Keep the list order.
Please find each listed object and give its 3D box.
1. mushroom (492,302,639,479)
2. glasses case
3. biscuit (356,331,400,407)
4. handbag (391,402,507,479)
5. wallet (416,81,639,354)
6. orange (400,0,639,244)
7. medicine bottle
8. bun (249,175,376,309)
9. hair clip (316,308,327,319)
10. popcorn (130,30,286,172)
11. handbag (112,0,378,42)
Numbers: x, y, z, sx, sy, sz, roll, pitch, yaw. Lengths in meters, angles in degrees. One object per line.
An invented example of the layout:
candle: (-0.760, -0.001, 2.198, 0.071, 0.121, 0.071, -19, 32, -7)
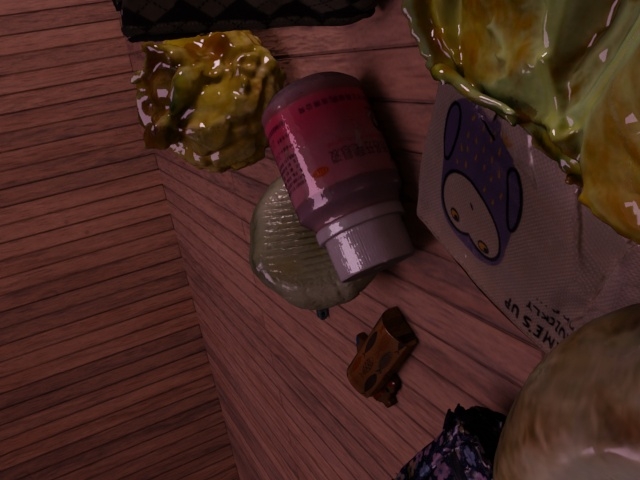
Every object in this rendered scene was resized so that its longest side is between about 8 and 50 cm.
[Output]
mushroom: (0.239, 0.188, 0.308, 0.352, 0.260, 0.352, 34, 129, 56)
glasses case: (0.087, 0.175, 0.926, 0.064, 0.041, 0.170, 59, 146, 28)
biscuit: (0.089, 0.215, 1.010, 0.130, 0.019, 0.119, 65, 157, 18)
handbag: (0.192, 0.308, 0.680, 0.228, 0.127, 0.208, 54, 136, 25)
wallet: (0.184, -0.009, 0.545, 0.335, 0.068, 0.275, 55, 155, 39)
orange: (0.171, -0.154, 0.298, 0.334, 0.196, 0.262, 48, 134, 37)
medicine bottle: (0.027, -0.078, 0.769, 0.247, 0.147, 0.147, 68, 158, 10)
bun: (0.000, 0.000, 0.893, 0.126, 0.204, 0.212, 62, -142, -72)
hair clip: (0.008, 0.066, 1.080, 0.070, 0.039, 0.229, 59, 159, 32)
popcorn: (-0.183, -0.244, 1.029, 0.258, 0.270, 0.224, 25, 156, -2)
handbag: (-0.057, -0.377, 0.503, 0.416, 0.317, 0.180, 114, 140, -59)
